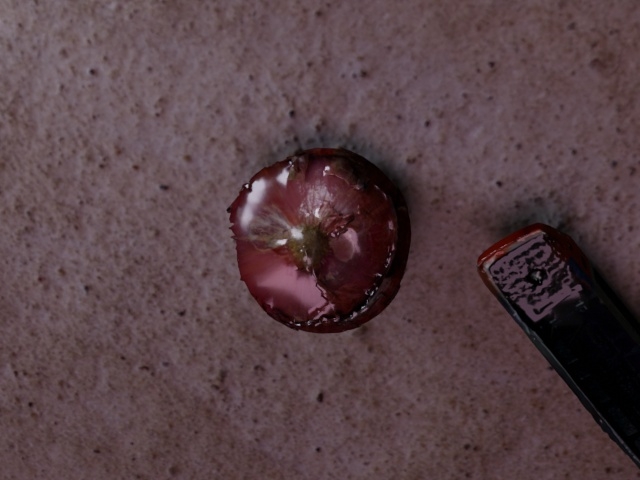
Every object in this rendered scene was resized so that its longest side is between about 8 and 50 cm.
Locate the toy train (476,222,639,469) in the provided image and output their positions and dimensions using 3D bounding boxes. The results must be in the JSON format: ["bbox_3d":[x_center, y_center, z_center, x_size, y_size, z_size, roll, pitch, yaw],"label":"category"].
[{"bbox_3d":[0.300,0.130,1.570,0.086,0.089,0.409,-33,112,21],"label":"toy train"}]

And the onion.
[{"bbox_3d":[0.000,0.000,1.531,0.184,0.147,0.184,0,87,-2],"label":"onion"}]
